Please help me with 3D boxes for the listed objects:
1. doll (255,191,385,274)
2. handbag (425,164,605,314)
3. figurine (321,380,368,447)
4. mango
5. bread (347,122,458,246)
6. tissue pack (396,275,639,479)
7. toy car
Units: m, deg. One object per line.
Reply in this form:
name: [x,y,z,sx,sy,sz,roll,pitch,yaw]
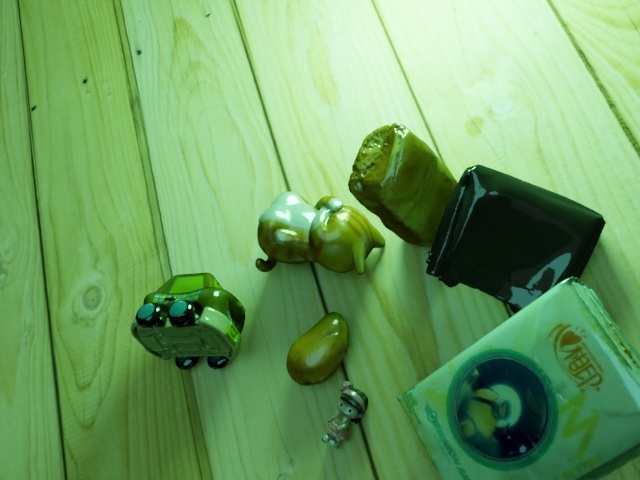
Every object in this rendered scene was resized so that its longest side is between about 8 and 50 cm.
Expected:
doll: [-0.013,-0.014,1.468,0.269,0.162,0.167,5,42,30]
handbag: [0.369,0.009,1.304,0.285,0.113,0.257,24,90,8]
figurine: [0.048,0.357,1.366,0.072,0.054,0.129,27,90,44]
mango: [0.000,0.234,1.412,0.165,0.089,0.115,-39,51,2]
bread: [0.176,-0.107,1.345,0.132,0.294,0.167,21,80,33]
tissue pack: [0.364,0.289,1.145,0.388,0.162,0.287,-42,58,23]
toy car: [-0.285,0.160,1.520,0.247,0.204,0.198,-5,47,24]
